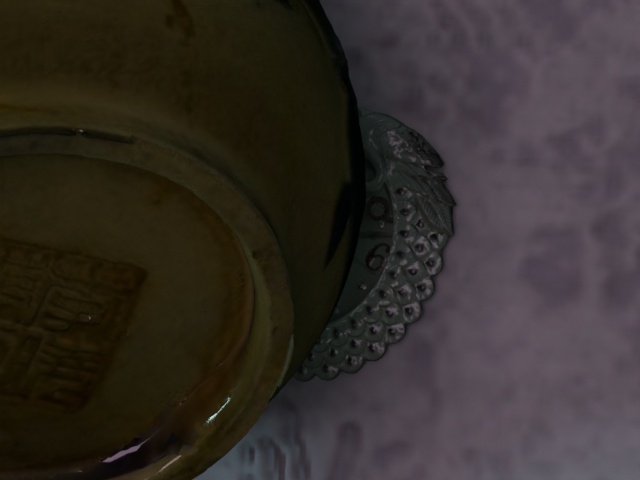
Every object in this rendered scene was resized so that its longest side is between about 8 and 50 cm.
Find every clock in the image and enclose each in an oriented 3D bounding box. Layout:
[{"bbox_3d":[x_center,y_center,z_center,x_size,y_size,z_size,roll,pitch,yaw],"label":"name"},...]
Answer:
[{"bbox_3d":[0.000,0.000,0.466,0.074,0.010,0.083,20,92,17],"label":"clock"}]

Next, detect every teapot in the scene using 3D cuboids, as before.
[{"bbox_3d":[-0.088,-0.017,0.429,0.269,0.173,0.182,-64,28,30],"label":"teapot"}]
